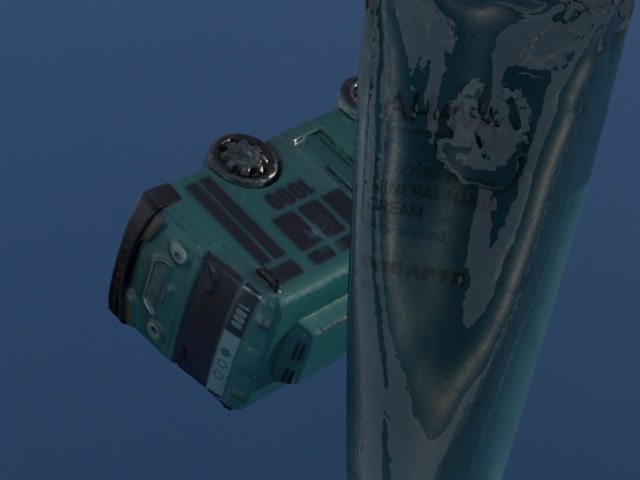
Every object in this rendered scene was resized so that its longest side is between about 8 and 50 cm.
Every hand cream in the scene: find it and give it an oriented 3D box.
[{"bbox_3d":[0.045,0.012,0.603,0.083,0.224,0.048,10,-157,10],"label":"hand cream"}]

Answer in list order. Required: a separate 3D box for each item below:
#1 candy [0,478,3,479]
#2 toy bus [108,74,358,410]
[{"bbox_3d":[-0.324,0.172,0.960,0.100,0.306,0.157,22,-85,44],"label":"candy"},{"bbox_3d":[0.000,0.000,0.754,0.160,0.079,0.092,-26,-119,-38],"label":"toy bus"}]
